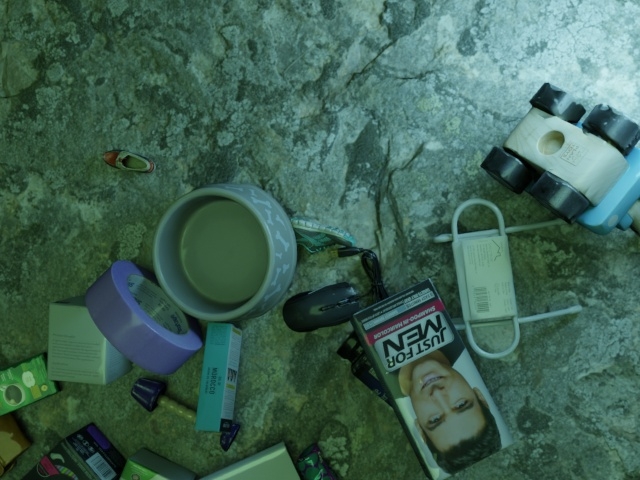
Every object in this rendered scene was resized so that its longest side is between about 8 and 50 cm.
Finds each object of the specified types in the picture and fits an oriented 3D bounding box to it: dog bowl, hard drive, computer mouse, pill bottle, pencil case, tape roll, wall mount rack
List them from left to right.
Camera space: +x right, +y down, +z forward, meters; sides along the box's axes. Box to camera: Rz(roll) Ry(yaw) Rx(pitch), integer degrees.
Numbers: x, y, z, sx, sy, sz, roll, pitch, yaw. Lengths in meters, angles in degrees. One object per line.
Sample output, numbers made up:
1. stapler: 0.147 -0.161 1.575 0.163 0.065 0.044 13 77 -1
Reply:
1. tape roll: -0.397 0.173 1.586 0.090 0.275 0.275 -44 85 7
2. dog bowl: -0.235 0.030 1.622 0.349 0.102 0.349 1 93 17
3. hard drive: -0.185 0.626 1.638 0.307 0.040 0.203 -24 101 -3
4. pencil case: 0.008 0.561 1.641 0.070 0.064 0.151 -38 86 33
5. computer mouse: 0.026 0.115 1.626 0.262 0.060 0.184 -11 91 9
6. pill bottle: 0.149 0.289 1.581 0.219 0.123 0.123 39 97 6
7. wall mount rack: 0.413 0.074 1.536 0.304 0.130 0.350 -8 91 13

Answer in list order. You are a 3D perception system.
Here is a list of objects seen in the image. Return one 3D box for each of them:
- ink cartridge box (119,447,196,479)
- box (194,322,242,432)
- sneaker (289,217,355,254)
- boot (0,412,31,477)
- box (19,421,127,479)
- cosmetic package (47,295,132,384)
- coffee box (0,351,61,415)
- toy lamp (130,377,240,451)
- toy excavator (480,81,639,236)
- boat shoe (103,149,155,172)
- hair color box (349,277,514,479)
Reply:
1. ink cartridge box: -0.424 0.648 1.697 0.160 0.092 0.219 24 95 6
2. box: -0.235 0.320 1.620 0.060 0.100 0.244 2 73 10
3. sneaker: 0.000 0.000 1.630 0.166 0.065 0.076 15 98 17
4. boot: -0.898 0.537 1.764 0.295 0.104 0.211 -37 86 4
5. box: -0.631 0.607 1.704 0.270 0.143 0.165 -44 85 8
6. cosmetic package: -0.550 0.236 1.674 0.151 0.151 0.183 5 93 8
7. coffee box: -0.759 0.364 1.735 0.184 0.040 0.113 -23 88 -15
8. toy lamp: -0.330 0.416 1.686 0.275 0.080 0.080 28 96 5
9. toy excavator: 0.625 -0.084 1.459 0.222 0.445 0.433 -54 43 8
10. boat shoe: -0.474 -0.193 1.703 0.137 0.043 0.049 14 96 10
11. hair color box: 0.227 0.290 1.463 0.185 0.113 0.374 -25 81 -6
